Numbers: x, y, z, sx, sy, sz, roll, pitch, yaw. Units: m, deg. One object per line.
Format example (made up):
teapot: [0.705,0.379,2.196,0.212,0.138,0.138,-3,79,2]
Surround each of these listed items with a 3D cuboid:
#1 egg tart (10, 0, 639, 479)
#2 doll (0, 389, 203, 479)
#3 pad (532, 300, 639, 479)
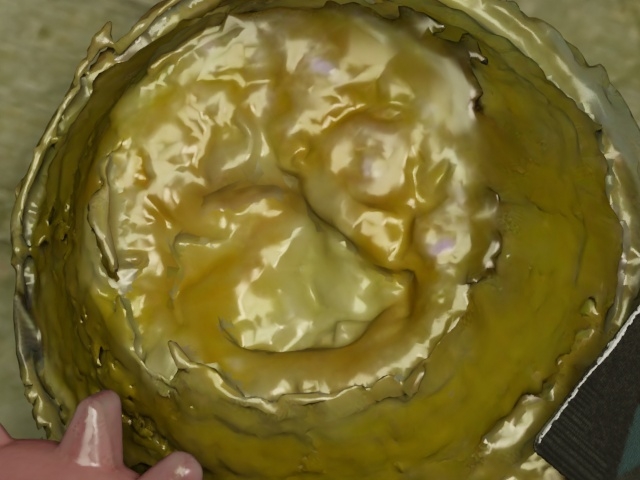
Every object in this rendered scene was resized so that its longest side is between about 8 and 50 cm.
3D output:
egg tart: [0.000,0.000,0.714,0.315,0.120,0.315,-2,75,8]
doll: [-0.098,0.175,0.673,0.262,0.093,0.211,43,111,7]
pad: [0.202,0.046,0.696,0.143,0.003,0.211,40,82,-12]
